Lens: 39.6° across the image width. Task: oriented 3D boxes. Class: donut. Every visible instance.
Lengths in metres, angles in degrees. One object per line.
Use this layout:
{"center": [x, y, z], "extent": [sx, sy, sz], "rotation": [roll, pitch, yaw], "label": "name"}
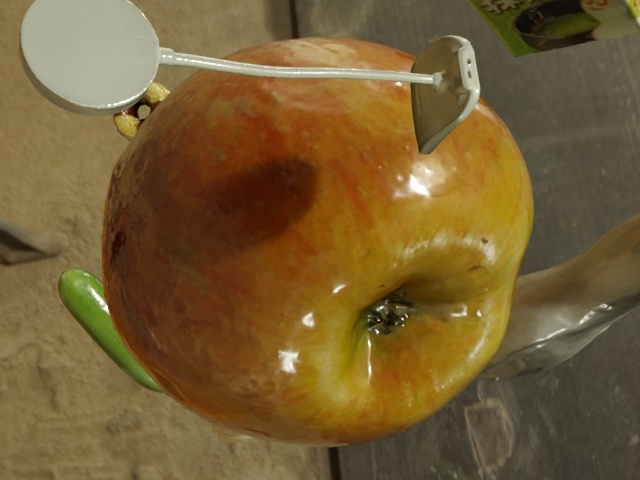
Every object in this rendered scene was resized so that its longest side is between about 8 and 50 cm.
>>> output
{"center": [-0.373, -0.268, 1.855], "extent": [0.141, 0.059, 0.140], "rotation": [0, 87, 9], "label": "donut"}

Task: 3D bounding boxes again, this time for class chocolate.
{"center": [0.429, -0.469, 1.618], "extent": [0.301, 0.289, 0.136], "rotation": [-7, 68, 34], "label": "chocolate"}

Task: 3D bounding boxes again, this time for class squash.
{"center": [-0.409, 0.206, 1.860], "extent": [0.101, 0.101, 0.378], "rotation": [-43, 106, -10], "label": "squash"}

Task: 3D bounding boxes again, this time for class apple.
{"center": [0.000, 0.000, 0.609], "extent": [0.302, 0.301, 0.301], "rotation": [-5, 64, 10], "label": "apple"}

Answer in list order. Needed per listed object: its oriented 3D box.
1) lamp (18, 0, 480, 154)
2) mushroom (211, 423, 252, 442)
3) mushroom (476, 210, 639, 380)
{"center": [-0.024, -0.065, 0.369], "extent": [0.198, 0.056, 0.050], "rotation": [0, 74, -28], "label": "lamp"}
{"center": [-0.097, 0.186, 1.132], "extent": [0.123, 0.154, 0.154], "rotation": [7, 66, 15], "label": "mushroom"}
{"center": [0.271, 0.054, 0.923], "extent": [0.351, 0.109, 0.097], "rotation": [-39, 43, 35], "label": "mushroom"}
